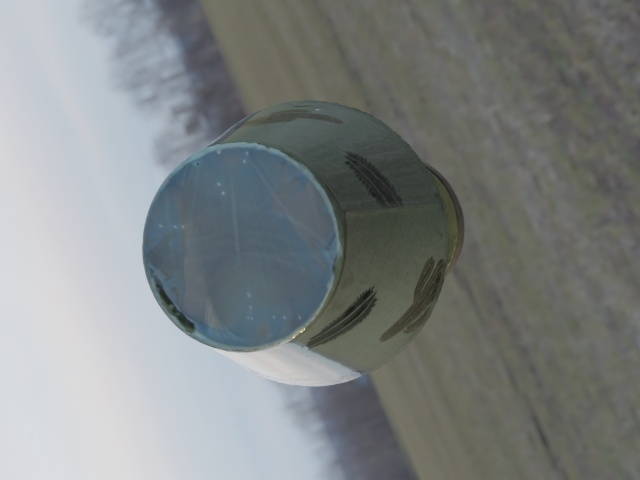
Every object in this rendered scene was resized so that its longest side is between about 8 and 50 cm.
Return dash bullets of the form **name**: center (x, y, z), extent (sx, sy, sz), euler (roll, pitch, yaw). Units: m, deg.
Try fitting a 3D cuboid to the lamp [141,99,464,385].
- **lamp**: center (0.000, 0.000, 0.794), extent (0.121, 0.121, 0.215), euler (68, -164, 3)
